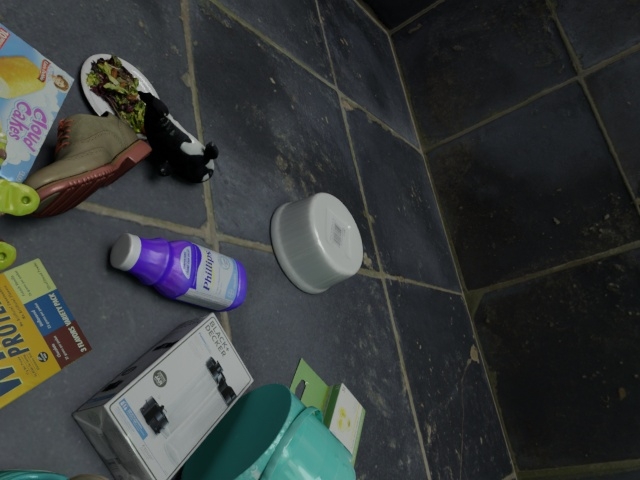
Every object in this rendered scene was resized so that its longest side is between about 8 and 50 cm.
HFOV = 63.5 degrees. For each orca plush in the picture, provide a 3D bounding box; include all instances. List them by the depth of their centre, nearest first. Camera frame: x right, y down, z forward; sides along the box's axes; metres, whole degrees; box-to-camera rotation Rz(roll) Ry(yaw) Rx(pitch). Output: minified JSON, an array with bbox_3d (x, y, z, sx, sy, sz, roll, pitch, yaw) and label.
[{"bbox_3d":[-0.301,-0.180,1.079,0.287,0.151,0.102,104,2,-72],"label":"orca plush"}]

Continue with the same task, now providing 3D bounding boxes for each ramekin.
[{"bbox_3d":[0.000,0.000,1.449,0.277,0.135,0.277,36,42,-41],"label":"ramekin"}]

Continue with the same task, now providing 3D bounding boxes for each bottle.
[{"bbox_3d":[-0.272,0.060,1.026,0.283,0.092,0.118,28,49,-47],"label":"bottle"}]

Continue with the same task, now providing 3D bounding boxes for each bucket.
[{"bbox_3d":[-0.094,0.405,0.916,0.183,0.281,0.281,54,33,-16],"label":"bucket"}]

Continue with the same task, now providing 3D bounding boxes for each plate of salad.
[{"bbox_3d":[-0.412,-0.311,1.103,0.200,0.048,0.199,35,44,-41],"label":"plate of salad"}]

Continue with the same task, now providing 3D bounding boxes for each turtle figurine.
[{"bbox_3d":[-0.446,-0.025,0.645,0.269,0.218,0.087,-60,142,-17],"label":"turtle figurine"}]

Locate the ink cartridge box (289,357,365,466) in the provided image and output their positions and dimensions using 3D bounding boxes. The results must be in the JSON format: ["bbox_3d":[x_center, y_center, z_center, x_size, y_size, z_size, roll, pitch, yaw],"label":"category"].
[{"bbox_3d":[0.016,0.422,1.272,0.235,0.056,0.171,54,33,-24],"label":"ink cartridge box"}]

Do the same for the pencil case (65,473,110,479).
[{"bbox_3d":[-0.219,0.463,0.663,0.160,0.184,0.410,-49,131,-28],"label":"pencil case"}]

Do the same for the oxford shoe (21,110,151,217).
[{"bbox_3d":[-0.420,-0.142,0.888,0.130,0.123,0.348,53,15,-16],"label":"oxford shoe"}]

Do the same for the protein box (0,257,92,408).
[{"bbox_3d":[-0.434,0.144,0.609,0.135,0.201,0.200,63,31,-7],"label":"protein box"}]

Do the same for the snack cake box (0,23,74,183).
[{"bbox_3d":[-0.519,-0.204,0.823,0.152,0.089,0.264,37,42,-39],"label":"snack cake box"}]

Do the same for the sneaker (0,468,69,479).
[{"bbox_3d":[-0.427,0.310,0.600,0.275,0.110,0.106,15,58,-52],"label":"sneaker"}]

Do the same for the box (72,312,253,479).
[{"bbox_3d":[-0.258,0.272,0.911,0.169,0.087,0.290,62,31,-8],"label":"box"}]
